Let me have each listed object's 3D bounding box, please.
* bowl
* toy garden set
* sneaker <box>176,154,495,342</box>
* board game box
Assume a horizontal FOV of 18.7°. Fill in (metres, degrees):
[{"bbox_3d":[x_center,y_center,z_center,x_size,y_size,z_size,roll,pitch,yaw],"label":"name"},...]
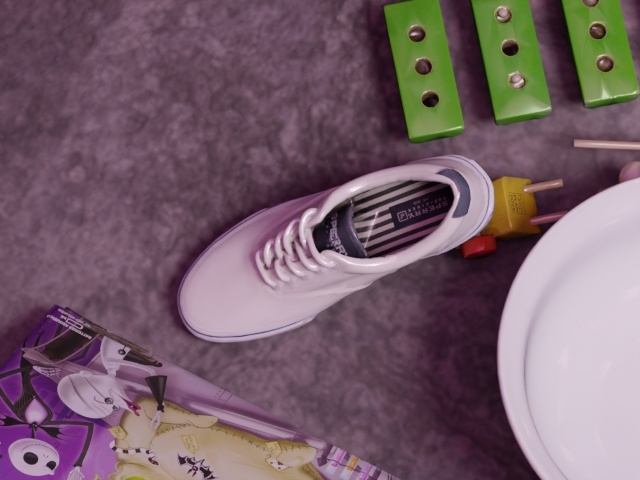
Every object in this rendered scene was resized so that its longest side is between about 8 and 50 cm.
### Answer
[{"bbox_3d":[0.268,0.109,1.378,0.297,0.134,0.298,0,64,0],"label":"bowl"},{"bbox_3d":[0.186,-0.100,1.483,0.244,0.049,0.204,-11,77,0],"label":"toy garden set"},{"bbox_3d":[0.000,0.000,1.426,0.258,0.091,0.094,-26,78,15],"label":"sneaker"},{"bbox_3d":[-0.090,0.190,1.378,0.346,0.056,0.208,26,44,7],"label":"board game box"}]
